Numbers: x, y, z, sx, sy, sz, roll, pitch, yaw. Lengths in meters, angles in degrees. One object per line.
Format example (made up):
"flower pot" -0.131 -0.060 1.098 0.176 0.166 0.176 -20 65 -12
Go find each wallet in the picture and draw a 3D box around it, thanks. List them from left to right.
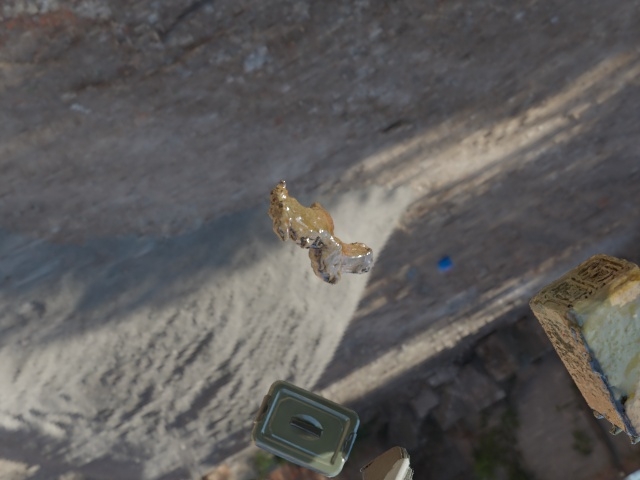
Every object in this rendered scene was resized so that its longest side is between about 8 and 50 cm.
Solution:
"wallet" 0.153 0.626 2.306 0.045 0.318 0.172 21 136 -28

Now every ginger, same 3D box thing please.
"ginger" -0.002 -0.001 1.845 0.084 0.122 0.290 -25 144 23

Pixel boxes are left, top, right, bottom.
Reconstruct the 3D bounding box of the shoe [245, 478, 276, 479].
"shoe" -0.080 0.547 1.952 0.108 0.241 0.093 -15 -143 20

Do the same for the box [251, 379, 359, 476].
"box" -0.031 0.330 1.797 0.093 0.172 0.124 120 -5 -69

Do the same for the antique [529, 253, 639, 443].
"antique" 0.457 0.180 1.627 0.150 0.284 0.125 -29 -161 -12

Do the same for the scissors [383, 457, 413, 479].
"scissors" 0.102 0.372 1.512 0.101 0.027 0.204 -5 -166 21
